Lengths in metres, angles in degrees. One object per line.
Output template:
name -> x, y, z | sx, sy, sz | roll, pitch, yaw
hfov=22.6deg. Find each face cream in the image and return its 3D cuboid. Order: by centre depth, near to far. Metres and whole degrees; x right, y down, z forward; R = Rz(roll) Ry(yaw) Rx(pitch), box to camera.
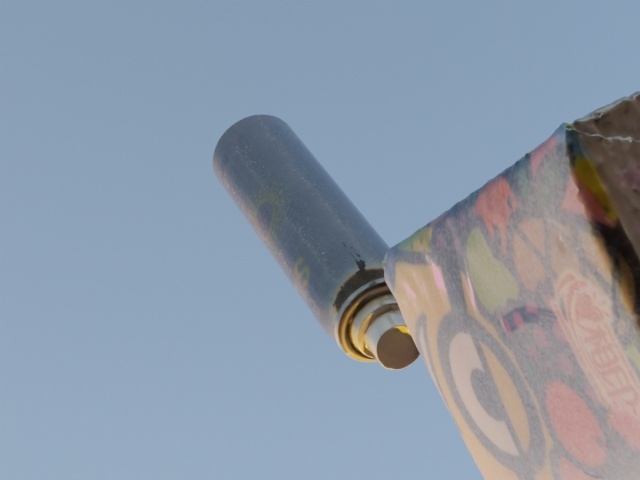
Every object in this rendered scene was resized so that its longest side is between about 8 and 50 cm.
face cream -> 0.000, 0.000, 1.170 | 0.073, 0.283, 0.073 | -13, -55, -19

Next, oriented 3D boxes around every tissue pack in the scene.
tissue pack -> 0.080, 0.026, 0.458 | 0.060, 0.148, 0.108 | -27, -94, -20
